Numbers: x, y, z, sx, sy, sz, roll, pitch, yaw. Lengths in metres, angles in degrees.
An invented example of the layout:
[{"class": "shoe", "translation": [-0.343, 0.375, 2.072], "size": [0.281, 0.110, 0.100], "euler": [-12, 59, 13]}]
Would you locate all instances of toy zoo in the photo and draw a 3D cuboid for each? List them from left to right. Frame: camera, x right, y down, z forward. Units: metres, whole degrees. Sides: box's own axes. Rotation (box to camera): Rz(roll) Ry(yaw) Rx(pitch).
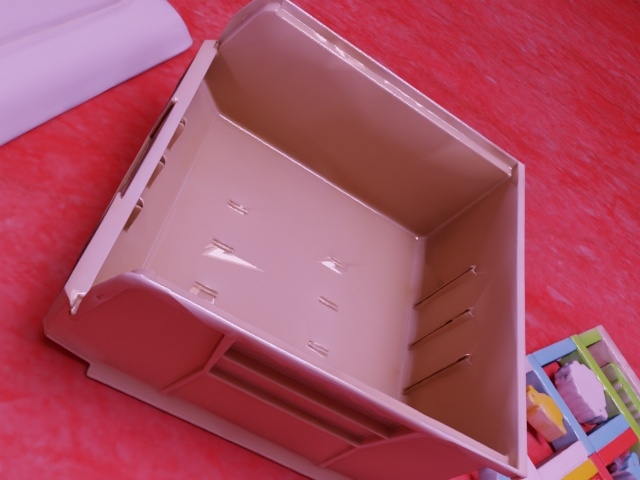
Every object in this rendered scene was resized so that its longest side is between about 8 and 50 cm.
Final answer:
[{"class": "toy zoo", "translation": [0.224, 0.186, 0.584], "size": [0.293, 0.030, 0.192], "euler": [-8, 62, -45]}]

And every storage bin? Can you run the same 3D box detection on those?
[{"class": "storage bin", "translation": [0.000, 0.000, 0.460], "size": [0.260, 0.123, 0.262], "euler": [31, 47, -18]}]

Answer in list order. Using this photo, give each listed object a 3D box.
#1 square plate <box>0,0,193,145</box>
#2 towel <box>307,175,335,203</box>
[{"class": "square plate", "translation": [-0.298, -0.222, 0.477], "size": [0.347, 0.049, 0.344], "euler": [42, 39, -4]}, {"class": "towel", "translation": [0.035, -0.092, 0.669], "size": [0.197, 0.029, 0.144], "euler": [-7, 61, -44]}]
